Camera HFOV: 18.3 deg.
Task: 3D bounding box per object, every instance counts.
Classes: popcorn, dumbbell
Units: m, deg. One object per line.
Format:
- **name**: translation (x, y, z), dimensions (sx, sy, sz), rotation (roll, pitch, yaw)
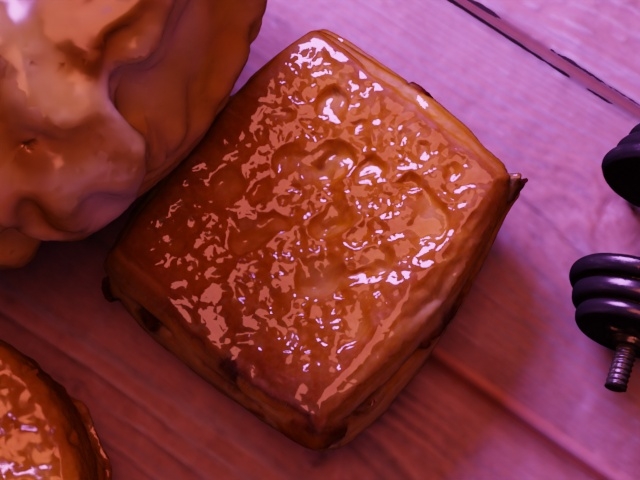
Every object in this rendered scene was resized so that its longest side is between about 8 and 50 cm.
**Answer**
- **popcorn**: translation (-0.214, -0.150, 1.233), dimensions (0.354, 0.390, 0.344), rotation (-3, 80, -43)
- **dumbbell**: translation (0.217, 0.000, 1.271), dimensions (0.099, 0.099, 0.208), rotation (17, 71, 8)

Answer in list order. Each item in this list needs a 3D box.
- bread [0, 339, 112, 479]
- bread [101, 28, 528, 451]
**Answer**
- **bread**: translation (-0.245, 0.167, 1.212), dimensions (0.268, 0.145, 0.268), rotation (0, 70, -1)
- **bread**: translation (0.000, 0.000, 1.286), dimensions (0.210, 0.099, 0.235), rotation (37, 82, 16)
